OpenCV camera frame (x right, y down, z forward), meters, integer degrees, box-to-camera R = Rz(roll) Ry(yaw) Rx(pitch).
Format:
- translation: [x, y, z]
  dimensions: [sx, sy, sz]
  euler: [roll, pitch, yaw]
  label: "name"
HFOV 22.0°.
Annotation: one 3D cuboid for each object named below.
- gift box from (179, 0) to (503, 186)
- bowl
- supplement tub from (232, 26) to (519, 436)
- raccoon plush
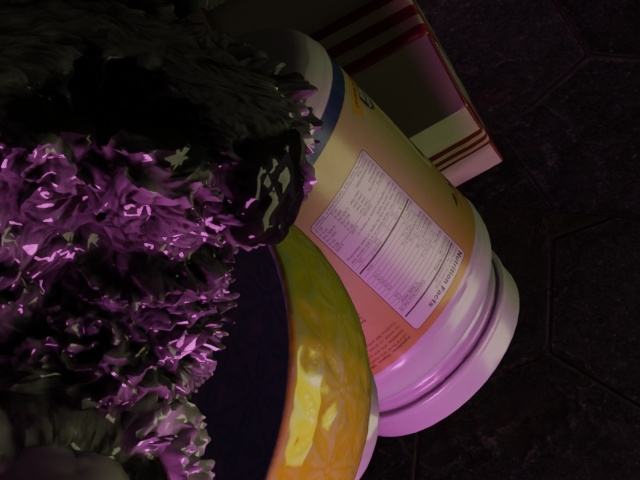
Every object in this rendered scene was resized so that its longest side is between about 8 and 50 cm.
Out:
- translation: [0.015, -0.118, 1.639]
  dimensions: [0.255, 0.258, 0.276]
  euler: [64, 8, 22]
  label: "gift box"
- translation: [-0.054, 0.113, 1.099]
  dimensions: [0.289, 0.156, 0.289]
  euler: [-20, -116, 46]
  label: "bowl"
- translation: [0.000, 0.000, 1.384]
  dimensions: [0.316, 0.228, 0.228]
  euler: [44, 35, -30]
  label: "supplement tub"
- translation: [-0.121, 0.019, 0.904]
  dimensions: [0.446, 0.216, 0.299]
  euler: [-78, 180, -64]
  label: "raccoon plush"
